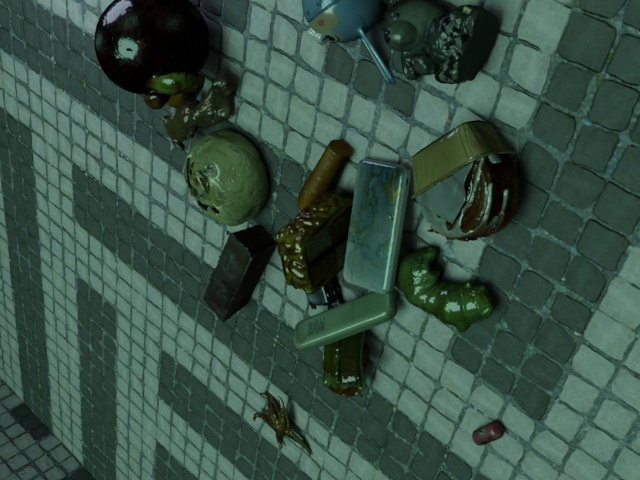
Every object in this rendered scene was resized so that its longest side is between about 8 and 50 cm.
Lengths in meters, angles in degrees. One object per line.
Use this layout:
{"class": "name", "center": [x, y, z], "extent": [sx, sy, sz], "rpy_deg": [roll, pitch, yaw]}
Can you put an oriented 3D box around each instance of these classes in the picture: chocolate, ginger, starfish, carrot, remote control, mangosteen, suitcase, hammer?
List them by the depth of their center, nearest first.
{"class": "ginger", "center": [0.244, 0.094, 1.686], "extent": [0.290, 0.089, 0.137], "rpy_deg": [40, 108, 30]}
{"class": "hammer", "center": [0.381, 0.442, 1.767], "extent": [0.043, 0.043, 0.083], "rpy_deg": [56, 139, 7]}
{"class": "carrot", "center": [0.004, -0.141, 1.812], "extent": [0.067, 0.067, 0.225], "rpy_deg": [48, 135, 15]}
{"class": "mangosteen", "center": [-0.402, -0.466, 1.880], "extent": [0.288, 0.288, 0.288], "rpy_deg": [23, 126, 35]}
{"class": "remote control", "center": [0.054, 0.193, 1.881], "extent": [0.309, 0.038, 0.090], "rpy_deg": [-26, 48, 32]}
{"class": "suitcase", "center": [0.000, 0.110, 1.957], "extent": [0.086, 0.059, 0.126], "rpy_deg": [-5, 106, 45]}
{"class": "ginger", "center": [-0.309, -0.339, 1.995], "extent": [0.290, 0.084, 0.122], "rpy_deg": [-27, 81, 40]}
{"class": "chocolate", "center": [-0.219, 0.087, 2.125], "extent": [0.112, 0.112, 0.321], "rpy_deg": [47, 138, 18]}
{"class": "starfish", "center": [-0.115, 0.556, 2.315], "extent": [0.238, 0.057, 0.213], "rpy_deg": [44, 143, 20]}

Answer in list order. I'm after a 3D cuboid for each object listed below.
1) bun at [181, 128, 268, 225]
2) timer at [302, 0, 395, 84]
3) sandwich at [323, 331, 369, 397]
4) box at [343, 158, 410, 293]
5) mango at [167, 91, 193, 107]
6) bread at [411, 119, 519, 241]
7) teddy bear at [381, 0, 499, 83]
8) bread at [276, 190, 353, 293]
{"class": "bun", "center": [-0.258, -0.154, 2.003], "extent": [0.259, 0.152, 0.259], "rpy_deg": [21, 123, 37]}
{"class": "timer", "center": [0.051, -0.423, 1.534], "extent": [0.175, 0.175, 0.255], "rpy_deg": [3, 109, 44]}
{"class": "sandwich", "center": [0.079, 0.296, 1.945], "extent": [0.109, 0.160, 0.185], "rpy_deg": [-3, 67, 26]}
{"class": "box", "center": [0.123, -0.032, 1.708], "extent": [0.142, 0.044, 0.285], "rpy_deg": [17, 104, 45]}
{"class": "mango", "center": [-0.376, -0.398, 2.053], "extent": [0.114, 0.060, 0.080], "rpy_deg": [-38, 88, 42]}
{"class": "bread", "center": [0.286, -0.107, 1.503], "extent": [0.224, 0.142, 0.212], "rpy_deg": [-32, 73, 49]}
{"class": "teddy bear", "center": [0.198, -0.366, 1.438], "extent": [0.251, 0.144, 0.171], "rpy_deg": [23, 133, 38]}
{"class": "bread", "center": [0.000, 0.000, 1.767], "extent": [0.096, 0.222, 0.181], "rpy_deg": [19, 137, 40]}
